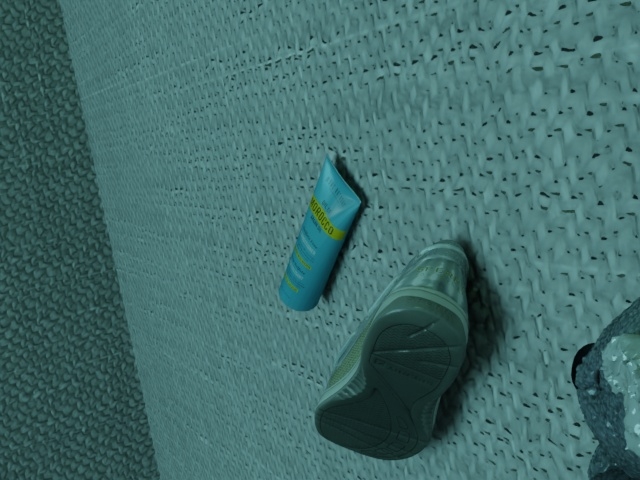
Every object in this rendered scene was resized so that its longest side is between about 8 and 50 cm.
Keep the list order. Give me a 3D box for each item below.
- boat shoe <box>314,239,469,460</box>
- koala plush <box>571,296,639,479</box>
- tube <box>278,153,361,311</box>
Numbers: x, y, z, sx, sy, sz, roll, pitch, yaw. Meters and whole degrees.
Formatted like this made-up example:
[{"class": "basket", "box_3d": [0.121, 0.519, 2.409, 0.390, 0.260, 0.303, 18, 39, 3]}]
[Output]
[{"class": "boat shoe", "box_3d": [0.075, 0.126, 0.896, 0.118, 0.103, 0.320, 21, 142, 5]}, {"class": "koala plush", "box_3d": [0.212, 0.120, 0.508, 0.203, 0.196, 0.221, 23, 123, 47]}, {"class": "tube", "box_3d": [0.000, 0.000, 1.049, 0.080, 0.052, 0.207, 52, 141, 29]}]
